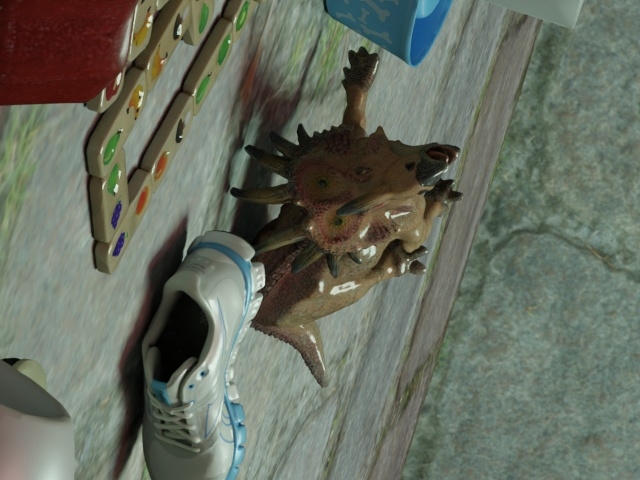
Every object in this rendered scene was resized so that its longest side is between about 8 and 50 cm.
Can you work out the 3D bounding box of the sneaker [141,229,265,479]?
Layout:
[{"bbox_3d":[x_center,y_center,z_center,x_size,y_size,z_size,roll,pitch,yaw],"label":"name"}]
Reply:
[{"bbox_3d":[-0.088,0.092,1.229,0.083,0.071,0.191,-38,138,-61],"label":"sneaker"}]

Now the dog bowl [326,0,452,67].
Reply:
[{"bbox_3d":[0.073,-0.268,1.371,0.166,0.074,0.297,-56,163,-56],"label":"dog bowl"}]

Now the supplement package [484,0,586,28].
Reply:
[{"bbox_3d":[0.158,-0.247,1.353,0.179,0.105,0.105,-60,166,-45],"label":"supplement package"}]

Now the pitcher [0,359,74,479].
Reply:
[{"bbox_3d":[-0.182,0.126,0.654,0.207,0.125,0.178,-60,155,2],"label":"pitcher"}]

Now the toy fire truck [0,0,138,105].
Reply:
[{"bbox_3d":[-0.068,-0.197,0.433,0.254,0.169,0.302,156,-74,-69],"label":"toy fire truck"}]

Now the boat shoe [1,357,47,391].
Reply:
[{"bbox_3d":[-0.164,0.114,0.908,0.049,0.042,0.133,19,90,-60],"label":"boat shoe"}]

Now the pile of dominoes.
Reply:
[{"bbox_3d":[-0.055,-0.124,1.050,0.196,0.040,0.251,94,18,-57],"label":"pile of dominoes"}]

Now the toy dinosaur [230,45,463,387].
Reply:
[{"bbox_3d":[0.000,0.000,1.377,0.200,0.127,0.296,-45,165,-52],"label":"toy dinosaur"}]
